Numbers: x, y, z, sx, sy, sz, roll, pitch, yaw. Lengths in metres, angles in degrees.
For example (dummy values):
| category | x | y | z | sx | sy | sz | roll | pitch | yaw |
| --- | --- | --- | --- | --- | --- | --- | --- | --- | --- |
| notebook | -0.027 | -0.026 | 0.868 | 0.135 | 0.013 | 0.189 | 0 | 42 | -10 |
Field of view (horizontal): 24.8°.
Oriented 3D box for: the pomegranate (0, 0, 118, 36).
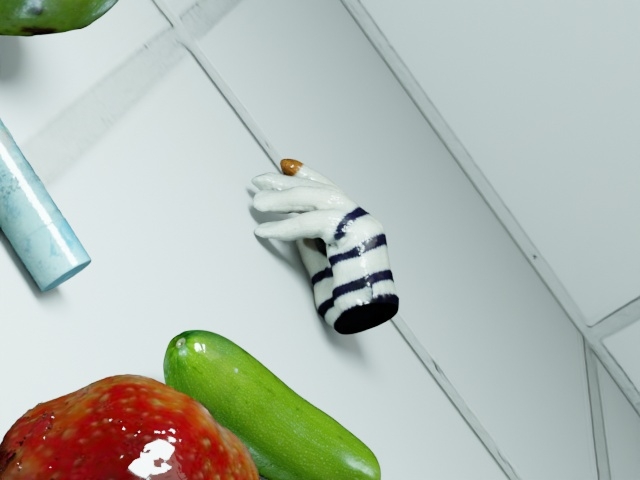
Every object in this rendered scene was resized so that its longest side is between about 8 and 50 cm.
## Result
| category | x | y | z | sx | sy | sz | roll | pitch | yaw |
| --- | --- | --- | --- | --- | --- | --- | --- | --- | --- |
| pomegranate | -0.266 | -0.250 | 1.219 | 0.242 | 0.242 | 0.305 | 37 | 45 | -47 |

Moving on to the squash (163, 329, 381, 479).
| category | x | y | z | sx | sy | sz | roll | pitch | yaw |
| --- | --- | --- | --- | --- | --- | --- | --- | --- | --- |
| squash | -0.044 | 0.164 | 1.272 | 0.292 | 0.082 | 0.082 | 42 | 22 | -43 |

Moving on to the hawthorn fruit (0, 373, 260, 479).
| category | x | y | z | sx | sy | sz | roll | pitch | yaw |
| --- | --- | --- | --- | --- | --- | --- | --- | --- | --- |
| hawthorn fruit | -0.128 | 0.180 | 0.847 | 0.181 | 0.181 | 0.235 | 53 | 13 | -11 |

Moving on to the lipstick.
| category | x | y | z | sx | sy | sz | roll | pitch | yaw |
| --- | --- | --- | --- | --- | --- | --- | --- | --- | --- |
| lipstick | -0.242 | -0.037 | 1.152 | 0.158 | 0.048 | 0.048 | 57 | 17 | 3 |

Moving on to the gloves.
| category | x | y | z | sx | sy | sz | roll | pitch | yaw |
| --- | --- | --- | --- | --- | --- | --- | --- | --- | --- |
| gloves | 0.012 | -0.007 | 1.669 | 0.140 | 0.131 | 0.218 | 28 | 41 | -62 |
